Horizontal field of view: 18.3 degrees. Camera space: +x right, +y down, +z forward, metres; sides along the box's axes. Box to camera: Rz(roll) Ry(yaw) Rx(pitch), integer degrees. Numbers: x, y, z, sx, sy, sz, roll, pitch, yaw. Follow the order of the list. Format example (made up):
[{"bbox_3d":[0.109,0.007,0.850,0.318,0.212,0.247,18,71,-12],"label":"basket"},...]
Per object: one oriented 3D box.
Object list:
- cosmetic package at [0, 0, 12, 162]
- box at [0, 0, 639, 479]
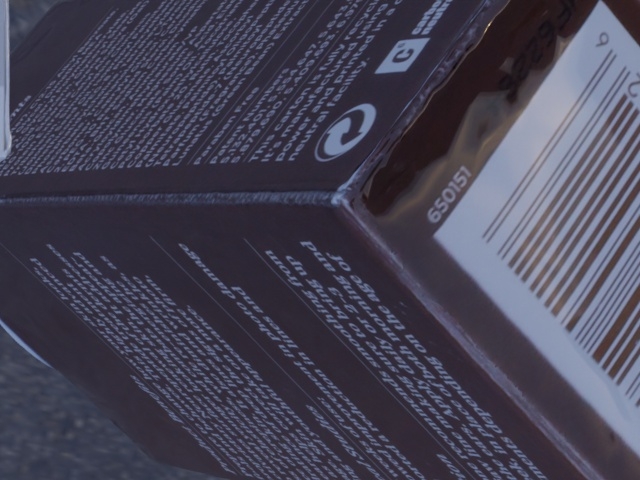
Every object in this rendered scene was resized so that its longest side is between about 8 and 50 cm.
[{"bbox_3d":[-0.188,-0.033,0.391,0.239,0.099,0.060,2,72,-20],"label":"cosmetic package"},{"bbox_3d":[0.000,0.000,0.763,0.143,0.191,0.381,-54,26,-22],"label":"box"}]
